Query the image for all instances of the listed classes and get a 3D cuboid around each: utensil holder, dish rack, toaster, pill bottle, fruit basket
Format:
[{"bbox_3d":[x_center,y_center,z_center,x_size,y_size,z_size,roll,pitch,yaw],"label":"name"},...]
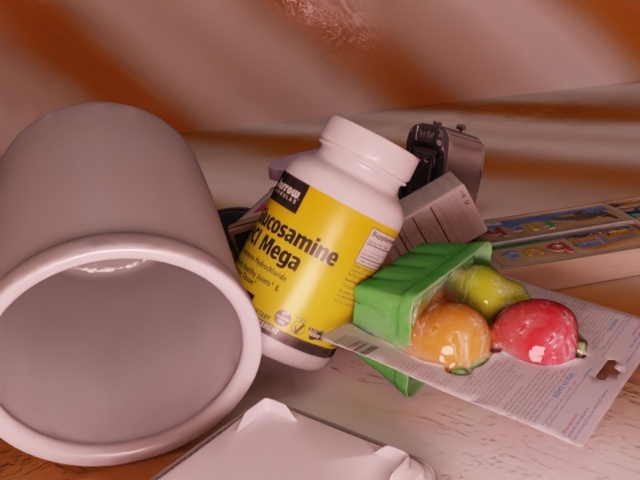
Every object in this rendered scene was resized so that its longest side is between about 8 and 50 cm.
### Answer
[{"bbox_3d":[-0.273,0.037,1.062,0.327,0.328,0.385,-11,36,-11],"label":"utensil holder"},{"bbox_3d":[-0.054,0.271,0.808,0.285,0.072,0.333,15,28,34],"label":"dish rack"},{"bbox_3d":[0.265,-0.143,1.769,0.146,0.227,0.129,1,12,-36],"label":"toaster"},{"bbox_3d":[0.000,0.000,1.160,0.188,0.334,0.188,27,4,-2],"label":"pill bottle"},{"bbox_3d":[0.231,0.133,1.087,0.353,0.165,0.327,23,32,28],"label":"fruit basket"}]

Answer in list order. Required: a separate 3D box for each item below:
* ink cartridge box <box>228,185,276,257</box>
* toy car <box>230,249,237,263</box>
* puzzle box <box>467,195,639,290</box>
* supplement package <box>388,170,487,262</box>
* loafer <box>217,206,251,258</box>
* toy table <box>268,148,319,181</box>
[{"bbox_3d":[-0.048,0.019,1.376,0.088,0.193,0.235,-14,16,20],"label":"ink cartridge box"},{"bbox_3d":[-0.191,0.058,1.333,0.149,0.188,0.155,-10,19,-10],"label":"toy car"},{"bbox_3d":[0.469,0.002,1.475,0.409,0.052,0.272,-9,19,-6],"label":"puzzle box"},{"bbox_3d":[0.195,-0.030,1.494,0.179,0.105,0.105,-30,19,6],"label":"supplement package"},{"bbox_3d":[-0.092,-0.010,1.671,0.302,0.109,0.095,4,2,13],"label":"loafer"},{"bbox_3d":[0.017,-0.112,1.805,0.274,0.161,0.252,-14,19,-22],"label":"toy table"}]
